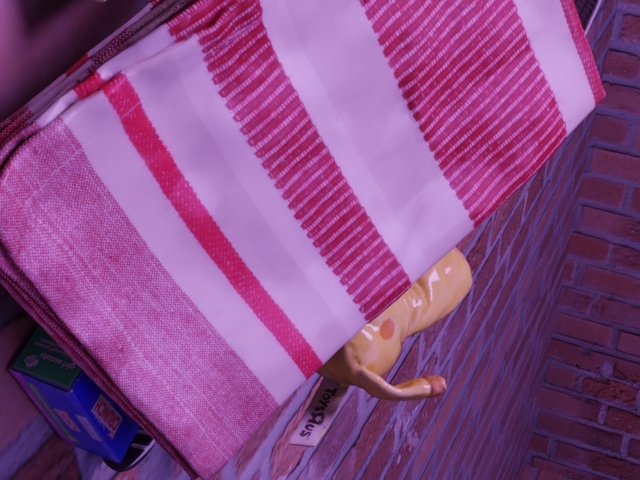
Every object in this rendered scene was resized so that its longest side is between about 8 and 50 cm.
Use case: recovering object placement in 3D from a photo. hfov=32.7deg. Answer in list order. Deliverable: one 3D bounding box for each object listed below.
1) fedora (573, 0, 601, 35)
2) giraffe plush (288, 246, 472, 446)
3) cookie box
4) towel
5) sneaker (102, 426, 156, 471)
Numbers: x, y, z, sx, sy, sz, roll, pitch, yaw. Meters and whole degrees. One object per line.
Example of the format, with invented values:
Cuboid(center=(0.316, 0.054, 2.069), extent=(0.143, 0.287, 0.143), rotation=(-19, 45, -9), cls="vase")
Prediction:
Cuboid(center=(0.069, -0.206, 0.721), extent=(0.124, 0.243, 0.275), rotation=(31, 75, -40), cls="fedora")
Cuboid(center=(0.000, 0.000, 0.714), extent=(0.210, 0.181, 0.170), rotation=(-78, 160, -54), cls="giraffe plush")
Cuboid(center=(-0.114, 0.054, 0.604), extent=(0.092, 0.040, 0.107), rotation=(78, 32, -54), cls="cookie box")
Cuboid(center=(0.005, -0.047, 0.550), extent=(0.329, 0.037, 0.237), rotation=(-42, 133, -10), cls="towel")
Cuboid(center=(-0.101, 0.094, 0.677), extent=(0.044, 0.040, 0.109), rotation=(72, 38, -62), cls="sneaker")
